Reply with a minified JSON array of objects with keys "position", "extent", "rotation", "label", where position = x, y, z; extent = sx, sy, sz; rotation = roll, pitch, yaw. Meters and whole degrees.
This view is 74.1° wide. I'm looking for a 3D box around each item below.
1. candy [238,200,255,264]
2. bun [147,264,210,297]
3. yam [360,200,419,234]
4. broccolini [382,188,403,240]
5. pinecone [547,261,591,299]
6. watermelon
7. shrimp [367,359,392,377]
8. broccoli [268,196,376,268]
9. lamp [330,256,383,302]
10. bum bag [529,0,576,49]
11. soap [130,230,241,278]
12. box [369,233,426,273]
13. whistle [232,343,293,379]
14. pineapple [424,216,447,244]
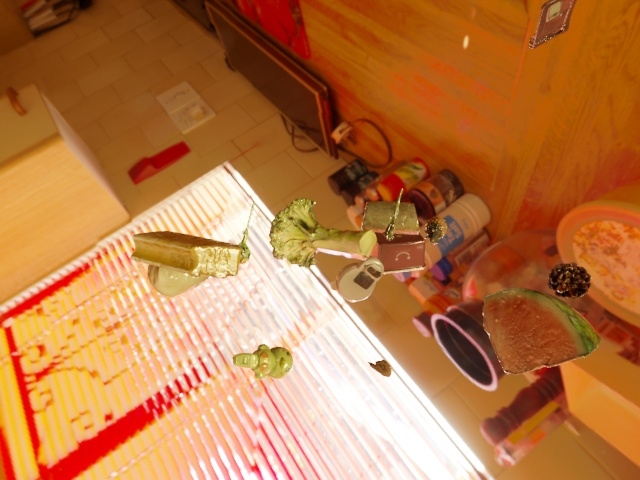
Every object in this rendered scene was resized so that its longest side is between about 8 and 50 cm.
[{"position":[-0.343,-0.038,1.991],"extent":[0.091,0.306,0.083],"rotation":[12,176,35],"label":"candy"},{"position":[-0.664,0.112,2.042],"extent":[0.326,0.362,0.235],"rotation":[-11,111,43],"label":"bun"},{"position":[0.322,-0.104,1.970],"extent":[0.161,0.267,0.161],"rotation":[2,-90,-83],"label":"yam"},{"position":[0.309,-0.104,1.737],"extent":[0.044,0.218,0.042],"rotation":[14,-171,-36],"label":"broccolini"},{"position":[0.888,0.142,1.514],"extent":[0.140,0.140,0.121],"rotation":[50,-173,23],"label":"pinecone"},{"position":[0.604,0.226,1.219],"extent":[0.292,0.319,0.222],"rotation":[-41,73,40],"label":"watermelon"},{"position":[0.218,0.456,1.544],"extent":[0.108,0.023,0.059],"rotation":[24,109,40],"label":"shrimp"},{"position":[-0.007,-0.021,1.375],"extent":[0.361,0.221,0.252],"rotation":[-14,115,47],"label":"broccoli"},{"position":[0.172,0.164,1.892],"extent":[0.179,0.246,0.108],"rotation":[36,-160,-27],"label":"lamp"},{"position":[0.616,-0.588,1.120],"extent":[0.026,0.109,0.159],"rotation":[66,-173,22],"label":"bum bag"},{"position":[-0.322,0.034,1.073],"extent":[0.257,0.080,0.160],"rotation":[10,-172,18],"label":"soap"},{"position":[0.395,0.047,2.187],"extent":[0.193,0.293,0.168],"rotation":[-115,22,-62],"label":"box"},{"position":[-0.210,0.487,1.700],"extent":[0.141,0.141,0.294],"rotation":[48,-169,33],"label":"whistle"},{"position":[0.621,-0.051,2.291],"extent":[0.128,0.128,0.248],"rotation":[55,-156,-2],"label":"pineapple"}]
